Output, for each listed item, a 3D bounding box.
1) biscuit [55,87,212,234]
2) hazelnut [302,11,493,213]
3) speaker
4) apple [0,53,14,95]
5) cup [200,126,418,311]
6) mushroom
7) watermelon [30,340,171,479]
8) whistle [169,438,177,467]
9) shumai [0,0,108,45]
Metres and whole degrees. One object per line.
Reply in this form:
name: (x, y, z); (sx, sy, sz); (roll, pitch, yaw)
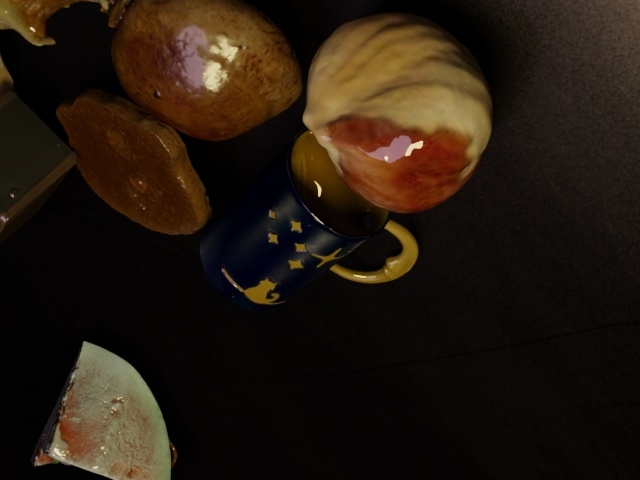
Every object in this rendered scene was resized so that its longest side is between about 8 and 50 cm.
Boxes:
biscuit: (-0.275, -0.115, 1.929); (0.273, 0.049, 0.257); (18, 143, 37)
hazelnut: (0.089, -0.156, 1.626); (0.261, 0.241, 0.261); (166, 90, -74)
speaker: (-0.512, -0.091, 2.016); (0.153, 0.192, 0.231); (45, 146, -6)
apple: (-0.596, -0.237, 2.034); (0.265, 0.120, 0.193); (-1, 132, 31)
cup: (-0.013, 0.008, 1.834); (0.255, 0.178, 0.256); (46, 133, -4)
mushroom: (-0.174, -0.251, 1.732); (0.283, 0.195, 0.263); (47, 167, 8)
watermelon: (-0.386, 0.361, 2.245); (0.289, 0.214, 0.320); (46, 119, 6)
whistle: (-0.294, 0.386, 2.329); (0.109, 0.046, 0.057); (-54, 47, 38)
shumai: (-0.388, -0.396, 1.662); (0.262, 0.267, 0.314); (34, 110, 53)
